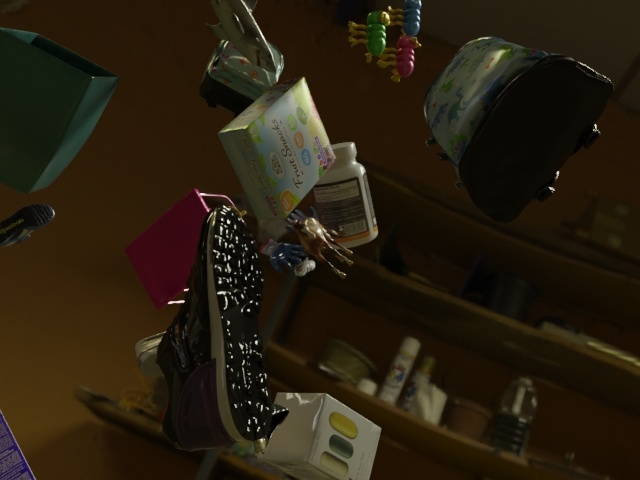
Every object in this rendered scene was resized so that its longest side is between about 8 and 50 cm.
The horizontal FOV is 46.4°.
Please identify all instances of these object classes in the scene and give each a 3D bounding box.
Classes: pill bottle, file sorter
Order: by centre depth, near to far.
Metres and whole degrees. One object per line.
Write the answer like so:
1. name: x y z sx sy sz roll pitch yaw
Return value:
1. file sorter: -0.354 0.025 2.091 0.290 0.202 0.182 -37 -15 22
2. pill bottle: 0.060 -0.128 2.109 0.162 0.162 0.279 -1 -74 43

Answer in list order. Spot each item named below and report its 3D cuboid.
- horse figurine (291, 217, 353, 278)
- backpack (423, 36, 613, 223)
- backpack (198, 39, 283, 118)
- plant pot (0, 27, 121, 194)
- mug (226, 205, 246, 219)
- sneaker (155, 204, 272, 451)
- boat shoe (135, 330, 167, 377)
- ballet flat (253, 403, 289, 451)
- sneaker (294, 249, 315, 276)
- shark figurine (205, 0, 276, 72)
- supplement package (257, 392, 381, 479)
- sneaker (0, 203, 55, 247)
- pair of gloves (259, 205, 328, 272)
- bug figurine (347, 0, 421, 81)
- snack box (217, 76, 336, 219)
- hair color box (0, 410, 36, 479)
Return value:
1. horse figurine: 0.000 0.000 1.783 0.174 0.066 0.263 39 12 -6
2. backpack: 0.326 -0.228 1.345 0.273 0.355 0.290 35 -70 1
3. backpack: -0.166 -0.377 1.653 0.165 0.189 0.144 24 -44 -14
4. plant pot: -0.479 -0.209 1.257 0.165 0.234 0.166 27 12 -5
5. mug: -0.229 -0.049 1.867 0.078 0.062 0.064 9 -11 -25
6. sneaker: -0.138 0.094 0.851 0.124 0.284 0.107 -17 -30 22
7. boat shoe: -0.273 0.218 1.639 0.088 0.267 0.096 -126 -157 -45
8. ballet flat: -0.115 0.418 1.687 0.049 0.173 0.058 -5 -73 15
9. sneaker: -0.043 0.057 2.152 0.038 0.098 0.069 8 -68 21
10. shark figurine: -0.153 -0.462 1.389 0.166 0.116 0.278 34 -23 33
11. supplement package: 0.000 0.572 2.106 0.198 0.199 0.262 -10 -38 42
12. sneaker: -0.638 -0.031 1.595 0.053 0.144 0.059 58 -20 11
13. pair of gloves: -0.068 -0.007 1.959 0.159 0.198 0.023 29 -15 45
14. bug figurine: 0.136 -0.435 1.459 0.072 0.217 0.279 -4 -14 31
15. snack box: -0.069 -0.162 1.307 0.070 0.207 0.175 -3 -57 35
16. hair color box: -0.738 0.471 1.638 0.185 0.110 0.339 -9 -75 48
